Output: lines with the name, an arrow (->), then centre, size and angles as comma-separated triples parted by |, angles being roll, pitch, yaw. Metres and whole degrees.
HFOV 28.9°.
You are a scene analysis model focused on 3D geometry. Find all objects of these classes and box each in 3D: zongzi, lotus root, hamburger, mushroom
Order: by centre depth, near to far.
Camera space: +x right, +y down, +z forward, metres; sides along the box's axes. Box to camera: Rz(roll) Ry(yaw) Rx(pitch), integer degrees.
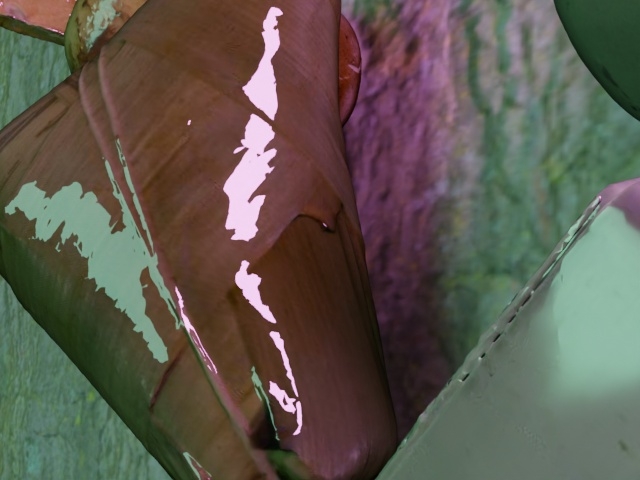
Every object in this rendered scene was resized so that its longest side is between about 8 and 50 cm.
zongzi -> 0.000, 0.000, 0.780 | 0.418, 0.181, 0.447 | -48, 68, 11
mushroom -> -0.027, -0.125, 0.955 | 0.170, 0.080, 0.135 | 46, 113, 42
lotus root -> -0.152, -0.214, 1.141 | 0.214, 0.138, 0.138 | -46, 44, 21
hamburger -> -0.307, -0.286, 1.327 | 0.135, 0.208, 0.155 | -163, 81, -75

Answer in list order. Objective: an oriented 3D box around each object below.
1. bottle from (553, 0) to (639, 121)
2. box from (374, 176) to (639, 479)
bottle -> 0.251, -0.148, 0.444 | 0.347, 0.168, 0.168 | -16, 69, 54
box -> 0.141, 0.110, 0.502 | 0.166, 0.220, 0.290 | 48, 125, 26
